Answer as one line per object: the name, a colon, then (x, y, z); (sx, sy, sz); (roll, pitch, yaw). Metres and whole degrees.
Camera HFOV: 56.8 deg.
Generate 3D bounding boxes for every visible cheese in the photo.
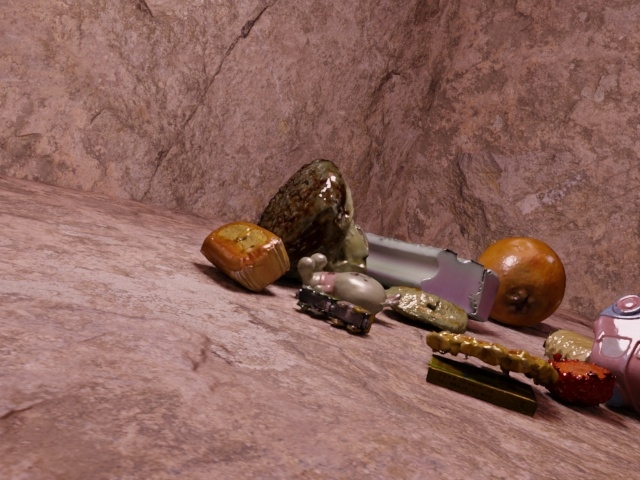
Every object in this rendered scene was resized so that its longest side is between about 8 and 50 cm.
cheese: (0.676, 0.297, 1.535); (0.123, 0.094, 0.167); (16, 4, -16)

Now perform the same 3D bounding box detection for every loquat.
loquat: (0.695, 0.146, 2.078); (0.328, 0.328, 0.328); (15, 4, -1)

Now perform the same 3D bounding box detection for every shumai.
shumai: (0.000, 0.000, 1.773); (0.348, 0.395, 0.395); (41, -5, -20)

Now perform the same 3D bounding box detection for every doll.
doll: (0.067, 0.130, 1.519); (0.275, 0.113, 0.155); (23, 15, 12)

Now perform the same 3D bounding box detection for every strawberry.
strawberry: (0.521, 0.286, 1.196); (0.145, 0.086, 0.145); (16, 2, -1)

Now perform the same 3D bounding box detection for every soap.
soap: (0.330, 0.115, 1.871); (0.261, 0.156, 0.446); (31, -12, -37)

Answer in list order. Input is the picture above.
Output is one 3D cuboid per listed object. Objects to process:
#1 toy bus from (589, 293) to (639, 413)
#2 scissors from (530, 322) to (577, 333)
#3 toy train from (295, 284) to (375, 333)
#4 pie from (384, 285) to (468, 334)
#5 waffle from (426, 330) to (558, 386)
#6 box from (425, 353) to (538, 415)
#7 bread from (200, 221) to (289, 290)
toy bus: (0.703, 0.265, 1.241); (0.294, 0.232, 0.197); (7, -47, 55)
scissors: (0.809, 0.316, 2.160); (0.242, 0.030, 0.118); (15, 5, 29)
toy train: (0.033, 0.156, 1.337); (0.202, 0.060, 0.081); (20, 1, 34)
pie: (0.288, 0.186, 1.643); (0.248, 0.090, 0.201); (20, 2, 9)
waffle: (0.343, 0.233, 1.173); (0.280, 0.060, 0.262); (24, -7, -40)
box: (0.294, 0.263, 1.092); (0.193, 0.030, 0.121); (16, 5, 13)
bread: (-0.194, 0.036, 1.519); (0.288, 0.152, 0.119); (23, -35, 59)
